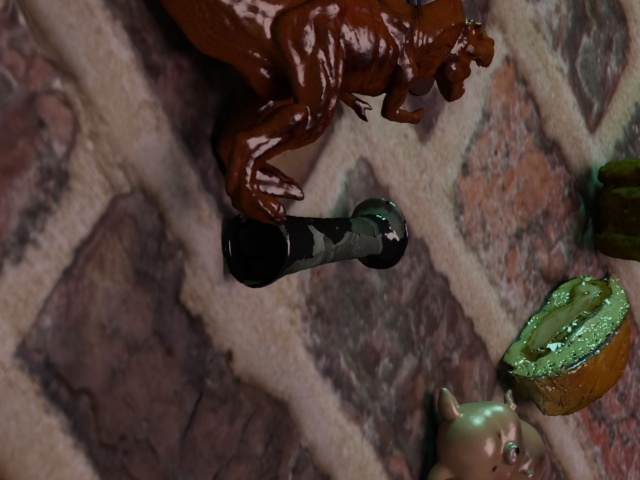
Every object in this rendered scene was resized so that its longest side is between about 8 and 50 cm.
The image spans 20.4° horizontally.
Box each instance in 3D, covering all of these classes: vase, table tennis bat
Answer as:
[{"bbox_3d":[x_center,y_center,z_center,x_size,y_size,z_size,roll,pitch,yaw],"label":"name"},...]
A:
[{"bbox_3d":[0.000,0.000,1.333,0.167,0.059,0.059,-6,97,-55],"label":"vase"},{"bbox_3d":[0.082,-0.162,1.485,0.050,0.007,0.083,-20,110,-52],"label":"table tennis bat"}]

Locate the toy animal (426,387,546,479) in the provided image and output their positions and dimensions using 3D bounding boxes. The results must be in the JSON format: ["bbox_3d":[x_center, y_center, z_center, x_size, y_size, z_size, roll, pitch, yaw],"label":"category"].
[{"bbox_3d":[0.147,0.185,1.542,0.150,0.089,0.083,31,44,-48],"label":"toy animal"}]

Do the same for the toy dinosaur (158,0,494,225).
[{"bbox_3d":[-0.035,-0.121,1.233,0.432,0.097,0.208,13,95,-43],"label":"toy dinosaur"}]

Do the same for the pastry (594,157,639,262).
[{"bbox_3d":[0.362,-0.028,1.742,0.189,0.189,0.103,-2,95,-55],"label":"pastry"}]

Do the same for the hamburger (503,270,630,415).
[{"bbox_3d":[0.246,0.113,1.662,0.176,0.087,0.102,-48,127,-45],"label":"hamburger"}]
